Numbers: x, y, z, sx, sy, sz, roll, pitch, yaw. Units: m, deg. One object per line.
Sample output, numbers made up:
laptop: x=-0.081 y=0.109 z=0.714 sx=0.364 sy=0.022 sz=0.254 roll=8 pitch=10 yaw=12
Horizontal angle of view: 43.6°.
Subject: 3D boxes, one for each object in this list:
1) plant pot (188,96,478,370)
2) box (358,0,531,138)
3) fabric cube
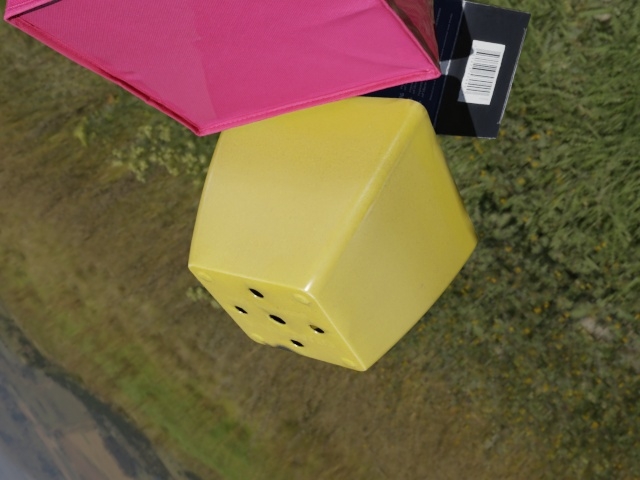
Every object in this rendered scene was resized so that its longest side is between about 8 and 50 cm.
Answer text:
plant pot: x=0.000 y=0.000 z=0.771 sx=0.212 sy=0.187 sz=0.212 roll=10 pitch=148 yaw=34
box: x=0.128 y=-0.224 z=0.969 sx=0.207 sy=0.108 sz=0.153 roll=38 pitch=122 yaw=50
fabric cube: x=-0.064 y=-0.268 z=0.651 sx=0.254 sy=0.259 sz=0.258 roll=-10 pitch=72 yaw=23
